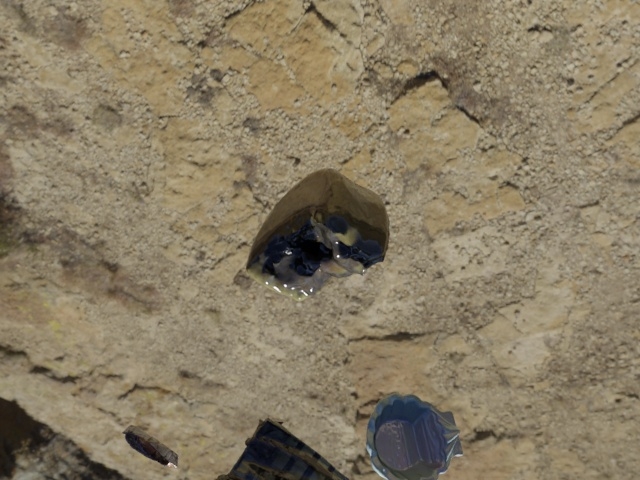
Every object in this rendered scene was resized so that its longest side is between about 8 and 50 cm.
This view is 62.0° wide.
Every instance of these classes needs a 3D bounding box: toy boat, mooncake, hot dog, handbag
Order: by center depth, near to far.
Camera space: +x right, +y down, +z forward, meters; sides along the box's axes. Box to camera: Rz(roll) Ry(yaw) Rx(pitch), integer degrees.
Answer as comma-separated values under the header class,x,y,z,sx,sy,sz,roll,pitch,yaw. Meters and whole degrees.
class,x,y,z,sx,sy,sz,roll,pitch,yaw
toy boat,0.195,0.449,1.194,0.290,0.199,0.100,9,151,-33
mooncake,0.000,0.000,1.507,0.246,0.394,0.393,30,89,-28
hot dog,-0.494,0.604,1.548,0.192,0.053,0.099,33,149,5
handbag,-0.128,0.732,1.548,0.327,0.325,0.162,41,146,-1
